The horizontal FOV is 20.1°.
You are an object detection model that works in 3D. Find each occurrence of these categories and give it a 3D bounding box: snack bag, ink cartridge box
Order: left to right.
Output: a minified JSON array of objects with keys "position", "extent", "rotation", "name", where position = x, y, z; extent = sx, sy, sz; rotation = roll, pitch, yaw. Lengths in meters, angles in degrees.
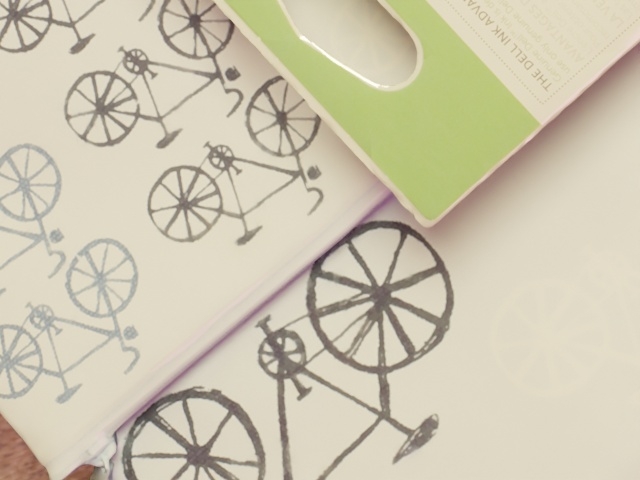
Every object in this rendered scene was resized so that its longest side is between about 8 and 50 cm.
[{"position":[0.000,0.000,0.713],"extent":[0.323,0.342,0.037],"rotation":[-41,178,20],"name":"snack bag"},{"position":[0.069,-0.142,0.620],"extent":[0.235,0.171,0.056],"rotation":[-42,-177,24],"name":"ink cartridge box"}]
